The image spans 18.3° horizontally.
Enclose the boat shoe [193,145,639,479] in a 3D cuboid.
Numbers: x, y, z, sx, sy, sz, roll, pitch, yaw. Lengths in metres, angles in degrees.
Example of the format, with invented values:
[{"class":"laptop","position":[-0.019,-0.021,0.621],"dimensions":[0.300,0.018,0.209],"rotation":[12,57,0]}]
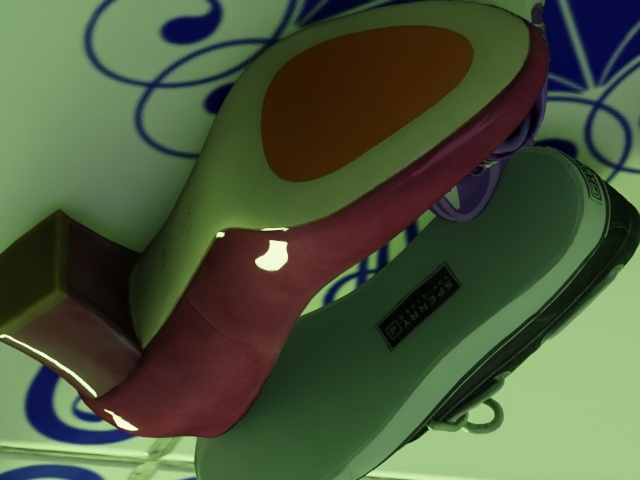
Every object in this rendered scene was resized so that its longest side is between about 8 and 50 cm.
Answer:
[{"class":"boat shoe","position":[0.059,0.066,1.183],"dimensions":[0.306,0.113,0.105],"rotation":[-45,143,15]}]

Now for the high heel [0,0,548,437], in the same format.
[{"class":"high heel","position":[0.000,0.000,1.057],"dimensions":[0.377,0.127,0.181],"rotation":[-23,139,36]}]

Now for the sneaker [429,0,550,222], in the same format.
[{"class":"sneaker","position":[0.081,-0.060,1.046],"dimensions":[0.068,0.071,0.170],"rotation":[-5,145,-12]}]
